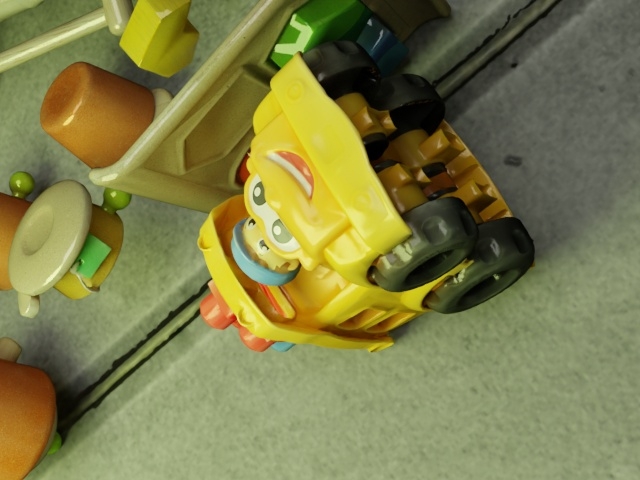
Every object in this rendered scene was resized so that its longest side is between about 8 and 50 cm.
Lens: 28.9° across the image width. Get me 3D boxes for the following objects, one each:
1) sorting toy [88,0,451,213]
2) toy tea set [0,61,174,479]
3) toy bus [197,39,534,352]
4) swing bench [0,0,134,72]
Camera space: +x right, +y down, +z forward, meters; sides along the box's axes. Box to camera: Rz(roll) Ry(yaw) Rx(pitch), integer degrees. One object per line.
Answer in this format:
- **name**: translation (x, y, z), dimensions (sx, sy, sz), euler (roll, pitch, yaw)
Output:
- **sorting toy**: translation (-0.032, -0.098, 0.756), dimensions (0.229, 0.307, 0.041), euler (-43, 75, 10)
- **toy tea set**: translation (-0.203, 0.034, 0.929), dimensions (0.336, 0.124, 0.200), euler (-50, 39, 11)
- **toy bus**: translation (0.000, 0.000, 0.783), dimensions (0.211, 0.220, 0.149), euler (-36, 69, 19)
- **swing bench**: translation (-0.244, -0.238, 0.876), dimensions (0.253, 0.165, 0.255), euler (-18, 102, 26)
